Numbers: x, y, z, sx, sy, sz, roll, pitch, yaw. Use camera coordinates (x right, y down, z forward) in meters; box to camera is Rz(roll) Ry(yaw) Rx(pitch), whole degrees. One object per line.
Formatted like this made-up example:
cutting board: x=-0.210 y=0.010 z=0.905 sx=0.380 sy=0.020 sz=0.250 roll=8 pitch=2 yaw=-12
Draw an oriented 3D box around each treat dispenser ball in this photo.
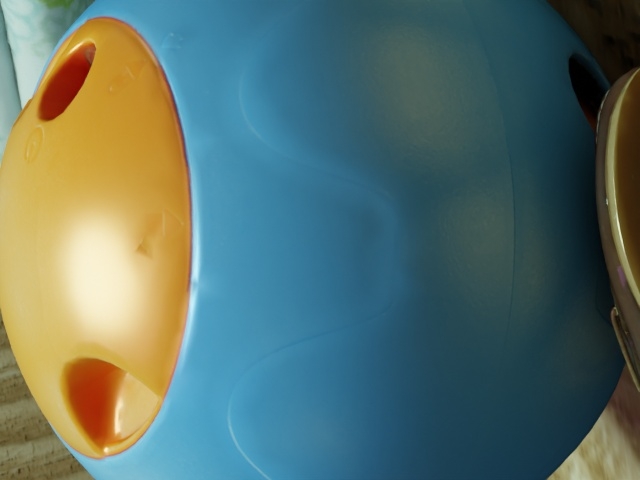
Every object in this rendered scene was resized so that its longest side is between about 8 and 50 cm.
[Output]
treat dispenser ball: x=0.000 y=0.000 z=0.877 sx=0.288 sy=0.288 sz=0.288 roll=165 pitch=90 yaw=-77

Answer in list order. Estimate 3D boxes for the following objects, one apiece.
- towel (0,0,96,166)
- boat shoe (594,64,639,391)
towel: x=-0.112 y=-0.233 z=1.141 sx=0.374 sy=0.090 sz=0.320 roll=84 pitch=-155 yaw=-44
boat shoe: x=0.147 y=0.031 z=0.777 sx=0.073 sy=0.073 sz=0.207 roll=174 pitch=81 yaw=-75
